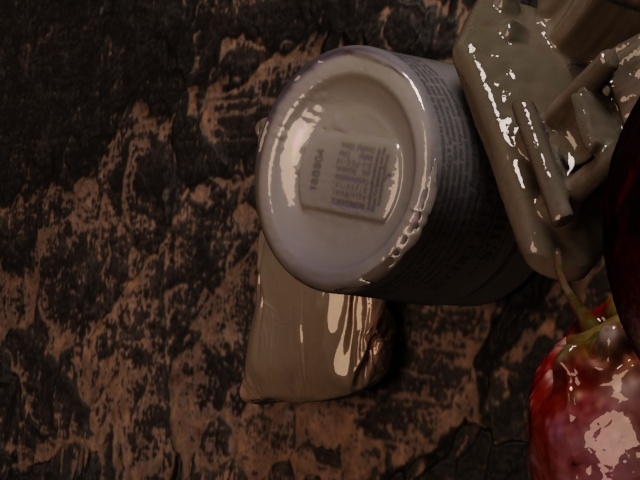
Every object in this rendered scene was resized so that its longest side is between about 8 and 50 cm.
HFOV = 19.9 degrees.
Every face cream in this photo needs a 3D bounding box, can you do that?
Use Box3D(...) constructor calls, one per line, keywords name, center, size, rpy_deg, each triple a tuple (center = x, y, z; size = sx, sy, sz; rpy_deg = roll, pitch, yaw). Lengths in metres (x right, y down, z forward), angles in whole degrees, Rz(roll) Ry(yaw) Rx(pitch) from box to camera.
Box3D(name="face cream", center=(0.061, -0.043, 1.299), size=(0.177, 0.153, 0.177), rpy_deg=(-6, 82, 44))

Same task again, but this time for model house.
Box3D(name="model house", center=(0.196, -0.108, 1.165), size=(0.188, 0.122, 0.229), rpy_deg=(-42, 49, 41))

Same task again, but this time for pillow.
Box3D(name="pillow", center=(0.000, 0.000, 1.478), size=(0.173, 0.067, 0.270), rpy_deg=(-4, 82, 49))

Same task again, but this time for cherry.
Box3D(name="cherry", center=(0.205, 0.139, 1.070), size=(0.192, 0.175, 0.250), rpy_deg=(-125, 29, -74))

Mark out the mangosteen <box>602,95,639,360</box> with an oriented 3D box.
Box3D(name="mangosteen", center=(0.286, 0.004, 0.874), size=(0.297, 0.297, 0.293), rpy_deg=(-18, 70, 53))
